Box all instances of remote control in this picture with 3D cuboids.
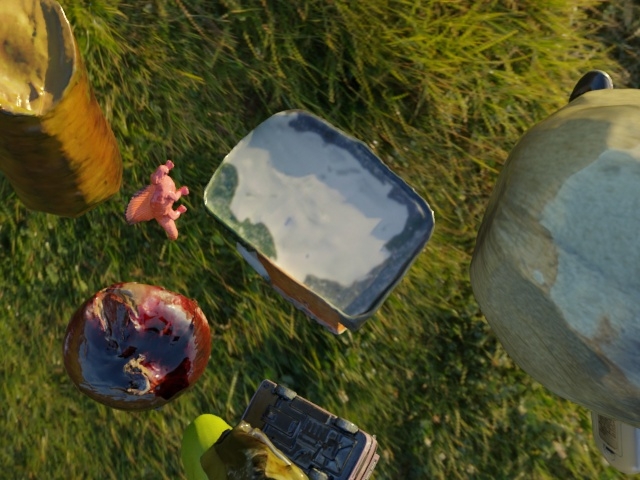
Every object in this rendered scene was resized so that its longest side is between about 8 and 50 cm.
[{"bbox_3d":[0.377,0.200,0.981,0.047,0.087,0.244,-22,120,-12],"label":"remote control"}]

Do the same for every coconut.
[{"bbox_3d":[0.205,0.012,0.450,0.224,0.224,0.224,-5,108,-15],"label":"coconut"}]

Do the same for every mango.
[{"bbox_3d":[-0.174,0.476,1.599,0.175,0.293,0.143,-54,155,-9],"label":"mango"}]

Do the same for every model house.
[{"bbox_3d":[0.000,0.000,1.072,0.271,0.301,0.190,36,75,12],"label":"model house"}]

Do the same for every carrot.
[{"bbox_3d":[-0.248,-0.103,0.705,0.114,0.302,0.114,2,72,-7],"label":"carrot"}]

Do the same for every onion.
[{"bbox_3d":[-0.371,0.231,1.607,0.314,0.232,0.314,-13,128,-17],"label":"onion"}]

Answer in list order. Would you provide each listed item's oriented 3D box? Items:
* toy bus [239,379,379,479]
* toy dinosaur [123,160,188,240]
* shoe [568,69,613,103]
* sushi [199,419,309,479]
[{"bbox_3d":[-0.014,0.286,1.123,0.096,0.199,0.108,-61,147,-12],"label":"toy bus"},{"bbox_3d":[-0.364,-0.056,1.681,0.139,0.070,0.286,-37,158,-34],"label":"toy dinosaur"},{"bbox_3d":[0.630,-0.286,1.930,0.137,0.114,0.291,3,105,-47],"label":"shoe"},{"bbox_3d":[-0.034,0.247,0.561,0.131,0.291,0.139,-42,105,-2],"label":"sushi"}]
